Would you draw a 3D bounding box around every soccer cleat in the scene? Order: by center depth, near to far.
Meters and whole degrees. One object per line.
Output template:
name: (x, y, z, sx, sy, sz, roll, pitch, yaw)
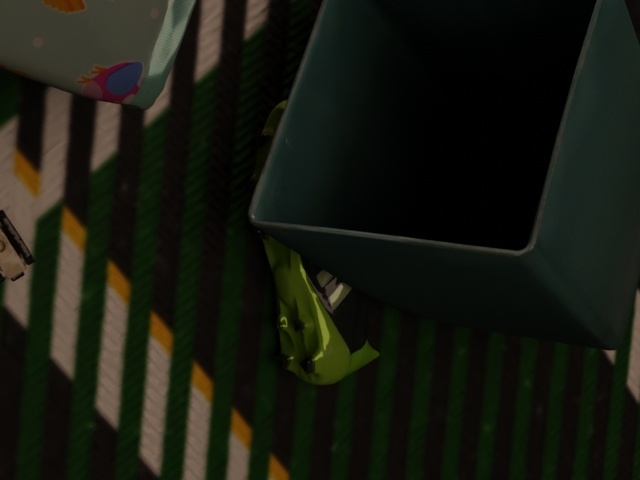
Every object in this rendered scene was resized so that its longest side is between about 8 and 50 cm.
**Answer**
soccer cleat: (0.000, 0.000, 0.735, 0.072, 0.060, 0.179, -16, 106, -40)

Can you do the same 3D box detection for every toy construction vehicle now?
toy construction vehicle: (-0.205, 0.009, 0.637, 0.086, 0.035, 0.098, -34, 107, -10)

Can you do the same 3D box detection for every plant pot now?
plant pot: (0.105, -0.028, 0.700, 0.234, 0.165, 0.165, 41, 62, -52)

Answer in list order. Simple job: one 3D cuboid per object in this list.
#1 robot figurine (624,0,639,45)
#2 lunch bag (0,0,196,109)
robot figurine: (0.169, -0.215, 0.733, 0.173, 0.209, 0.278, -23, 106, -11)
lunch bag: (-0.144, -0.222, 0.555, 0.223, 0.160, 0.262, 20, 99, -29)
